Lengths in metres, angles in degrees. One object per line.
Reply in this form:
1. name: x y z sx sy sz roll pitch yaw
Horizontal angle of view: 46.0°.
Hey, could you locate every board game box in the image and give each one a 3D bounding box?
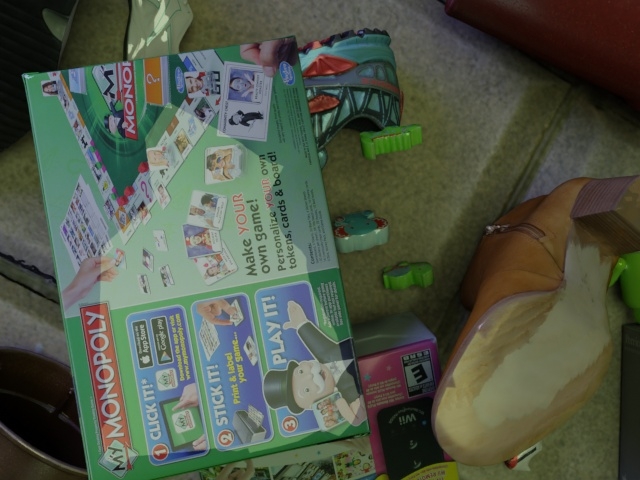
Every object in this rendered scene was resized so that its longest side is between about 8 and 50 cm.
1. board game box: -0.095 0.012 0.589 0.213 0.046 0.318 -10 86 -7
2. board game box: 0.015 0.242 0.691 0.223 0.097 0.304 -13 104 -8

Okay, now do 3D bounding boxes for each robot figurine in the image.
1. robot figurine: 0.338 0.027 0.768 0.101 0.067 0.115 -12 93 -14

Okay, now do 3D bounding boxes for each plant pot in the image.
1. plant pot: -0.268 0.206 0.646 0.167 0.167 0.165 36 95 -8
2. plant pot: 0.267 -0.254 0.666 0.264 0.272 0.273 19 89 0

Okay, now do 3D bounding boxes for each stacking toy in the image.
1. stacking toy: 0.000 0.000 0.690 0.221 0.052 0.167 -16 121 -8

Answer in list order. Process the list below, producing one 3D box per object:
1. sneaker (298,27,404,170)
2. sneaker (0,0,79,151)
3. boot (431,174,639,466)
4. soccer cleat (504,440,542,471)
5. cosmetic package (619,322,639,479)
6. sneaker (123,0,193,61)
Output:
1. sneaker: -0.041 -0.105 0.691 0.261 0.104 0.125 -19 96 -7
2. sneaker: -0.275 -0.210 0.658 0.122 0.146 0.331 27 111 -33
3. boot: 0.169 0.063 0.668 0.104 0.211 0.295 43 75 -6
4. soccer cleat: 0.216 0.199 0.777 0.035 0.029 0.083 22 92 -17
5. cosmetic package: 0.372 0.205 0.750 0.107 0.127 0.238 -2 90 -8
6. sneaker: -0.150 -0.224 0.701 0.061 0.053 0.152 1 98 -18
